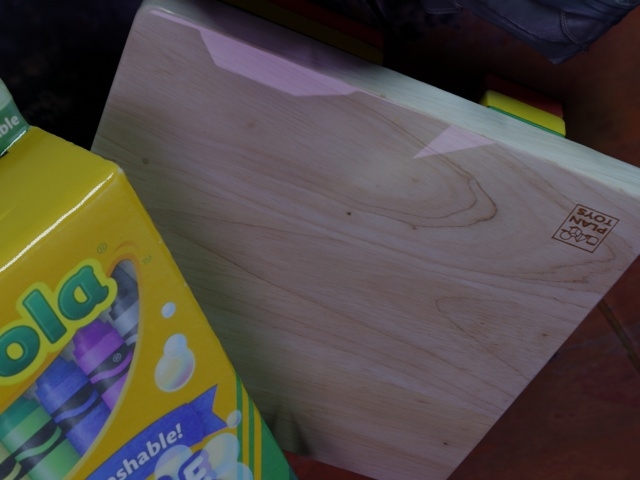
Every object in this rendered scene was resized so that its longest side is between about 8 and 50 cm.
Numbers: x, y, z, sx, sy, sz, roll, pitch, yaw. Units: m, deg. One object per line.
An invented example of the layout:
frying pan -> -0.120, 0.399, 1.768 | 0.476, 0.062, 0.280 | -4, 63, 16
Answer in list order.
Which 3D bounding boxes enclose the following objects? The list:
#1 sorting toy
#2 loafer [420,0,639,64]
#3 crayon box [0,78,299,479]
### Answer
sorting toy -> 0.000, 0.000, 0.588 | 0.257, 0.089, 0.255 | 19, 131, -12
loafer -> 0.059, -0.125, 0.490 | 0.170, 0.062, 0.061 | 22, 135, -11
crayon box -> -0.138, 0.099, 0.495 | 0.083, 0.203, 0.323 | 24, 148, 44
